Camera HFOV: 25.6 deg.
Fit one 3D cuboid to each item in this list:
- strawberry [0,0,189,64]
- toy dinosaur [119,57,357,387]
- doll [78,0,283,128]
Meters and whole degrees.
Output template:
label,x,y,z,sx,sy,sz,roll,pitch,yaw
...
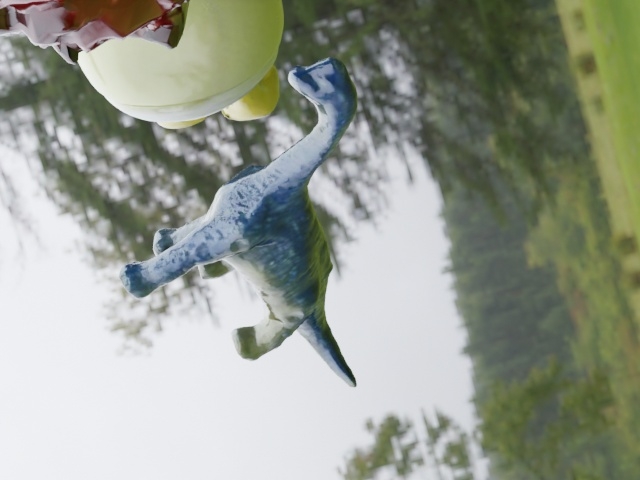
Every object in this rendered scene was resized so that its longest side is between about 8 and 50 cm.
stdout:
label,x,y,z,sx,sy,sz,roll,pitch,yaw
strawberry,-0.132,-0.179,0.580,0.187,0.184,0.201,-122,37,-61
toy dinosaur,0.000,0.000,0.815,0.248,0.188,0.075,41,-144,-41
doll,-0.103,-0.180,0.854,0.117,0.141,0.296,-76,-21,-43
